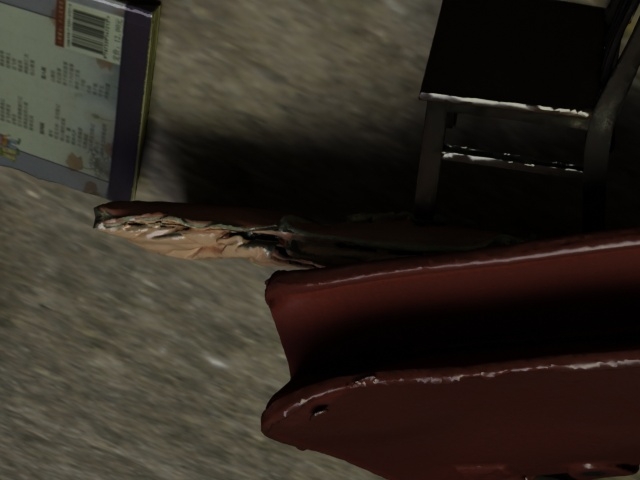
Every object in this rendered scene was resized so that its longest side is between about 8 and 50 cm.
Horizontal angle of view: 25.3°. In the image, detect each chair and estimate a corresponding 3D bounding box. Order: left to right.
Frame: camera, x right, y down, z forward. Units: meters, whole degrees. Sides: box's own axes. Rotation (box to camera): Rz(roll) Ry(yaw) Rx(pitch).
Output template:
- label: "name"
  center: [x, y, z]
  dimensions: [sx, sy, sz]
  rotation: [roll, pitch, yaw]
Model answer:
- label: "chair"
  center: [0.103, -0.102, 0.661]
  dimensions: [0.101, 0.084, 0.212]
  rotation: [9, 138, 7]

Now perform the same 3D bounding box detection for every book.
- label: "book"
  center: [-0.209, -0.108, 0.822]
  dimensions: [0.231, 0.026, 0.157]
  rotation: [17, 137, 2]

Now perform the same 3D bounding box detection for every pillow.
- label: "pillow"
  center: [0.000, 0.000, 0.797]
  dimensions: [0.232, 0.043, 0.126]
  rotation: [6, 178, 17]

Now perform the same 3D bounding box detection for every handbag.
- label: "handbag"
  center: [0.126, 0.075, 0.768]
  dimensions: [0.260, 0.084, 0.275]
  rotation: [-9, 158, 19]

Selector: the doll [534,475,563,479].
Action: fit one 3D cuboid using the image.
- label: "doll"
  center: [0.129, 0.285, 0.980]
  dimensions: [0.221, 0.221, 0.251]
  rotation: [35, 137, -17]
